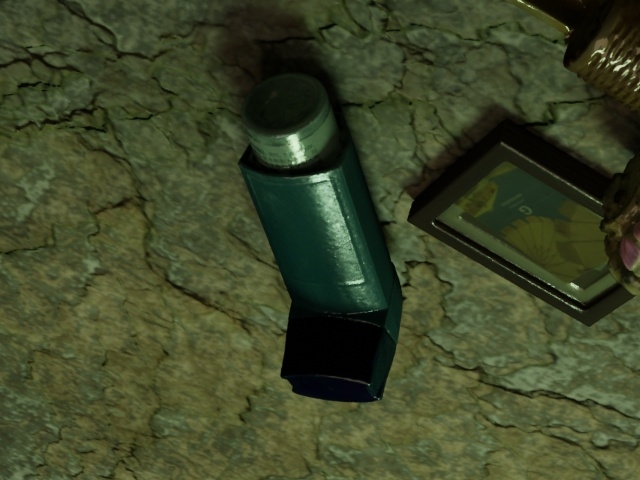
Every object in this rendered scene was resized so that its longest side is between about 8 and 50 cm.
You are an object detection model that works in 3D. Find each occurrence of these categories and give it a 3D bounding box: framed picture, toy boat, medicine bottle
[{"bbox_3d":[0.166,-0.009,1.416,0.168,0.023,0.128,30,142,-15],"label":"framed picture"},{"bbox_3d":[0.217,-0.120,1.178,0.310,0.115,0.089,28,142,-12],"label":"toy boat"},{"bbox_3d":[0.000,0.000,1.416,0.079,0.124,0.258,5,139,21],"label":"medicine bottle"}]

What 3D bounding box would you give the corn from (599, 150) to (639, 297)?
[{"bbox_3d":[0.348,0.025,1.309,0.335,0.126,0.126,20,143,-6],"label":"corn"}]
